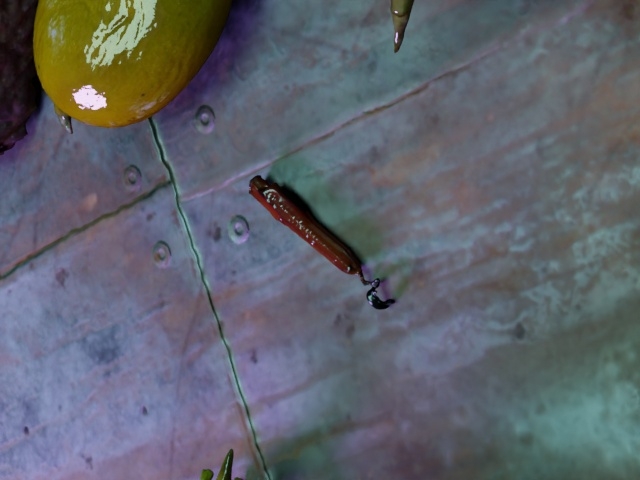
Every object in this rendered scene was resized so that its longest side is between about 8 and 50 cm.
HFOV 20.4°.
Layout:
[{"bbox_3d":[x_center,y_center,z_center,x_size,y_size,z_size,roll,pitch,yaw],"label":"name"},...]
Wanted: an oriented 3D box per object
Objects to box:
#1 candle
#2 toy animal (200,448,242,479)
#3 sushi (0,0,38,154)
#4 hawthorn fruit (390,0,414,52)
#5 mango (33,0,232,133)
[{"bbox_3d":[0.000,-0.001,1.447,0.167,0.021,0.026,42,120,29],"label":"candle"},{"bbox_3d":[-0.096,0.227,1.495,0.219,0.095,0.155,15,108,-2],"label":"toy animal"},{"bbox_3d":[-0.390,-0.182,1.652,0.236,0.171,0.270,30,118,33],"label":"sushi"},{"bbox_3d":[0.077,-0.294,1.216,0.258,0.258,0.262,8,72,39],"label":"hawthorn fruit"},{"bbox_3d":[-0.146,-0.222,1.483,0.176,0.119,0.317,41,114,38],"label":"mango"}]
